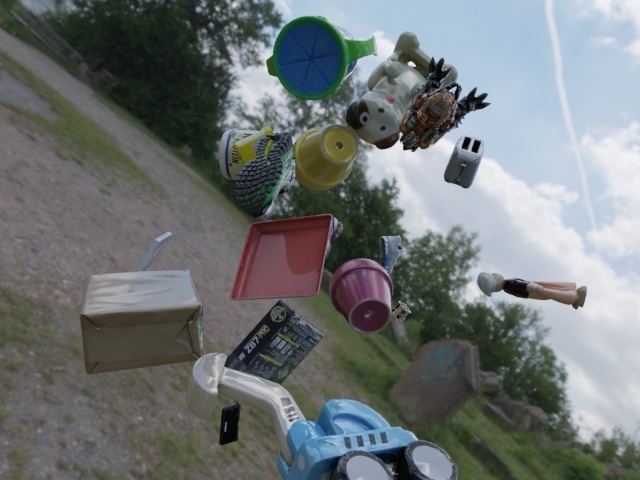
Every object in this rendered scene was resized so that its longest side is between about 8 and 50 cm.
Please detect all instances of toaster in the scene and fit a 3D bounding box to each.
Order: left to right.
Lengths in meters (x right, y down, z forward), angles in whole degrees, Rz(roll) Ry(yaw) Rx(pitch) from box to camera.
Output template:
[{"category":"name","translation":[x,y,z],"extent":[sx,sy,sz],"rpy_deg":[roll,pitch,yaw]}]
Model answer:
[{"category":"toaster","translation":[0.587,-0.326,2.176],"extent":[0.129,0.227,0.146],"rpy_deg":[22,-48,11]}]

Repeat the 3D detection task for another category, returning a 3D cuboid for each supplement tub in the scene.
[{"category":"supplement tub","translation":[-0.288,-0.394,2.522],"extent":[0.325,0.235,0.235],"rpy_deg":[4,-8,8]}]

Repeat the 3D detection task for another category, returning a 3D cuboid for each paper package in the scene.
[{"category":"paper package","translation":[-0.494,0.206,1.494],"extent":[0.325,0.310,0.168],"rpy_deg":[-144,-128,-66]}]

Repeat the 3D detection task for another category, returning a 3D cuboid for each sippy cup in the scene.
[{"category":"sippy cup","translation":[0.006,-0.557,1.628],"extent":[0.306,0.240,0.224],"rpy_deg":[30,30,8]}]

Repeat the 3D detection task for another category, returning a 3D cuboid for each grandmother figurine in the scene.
[{"category":"grandmother figurine","translation":[0.717,0.167,1.864],"extent":[0.343,0.104,0.208],"rpy_deg":[10,-20,11]}]

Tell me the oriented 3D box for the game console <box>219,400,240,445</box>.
[{"category":"game console","translation":[-0.302,0.592,1.766],"extent":[0.071,0.122,0.107],"rpy_deg":[6,2,42]}]

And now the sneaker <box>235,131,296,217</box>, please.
[{"category":"sneaker","translation":[-0.131,-0.173,1.532],"extent":[0.343,0.134,0.146],"rpy_deg":[-69,147,-48]}]

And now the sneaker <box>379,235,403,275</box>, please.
[{"category":"sneaker","translation":[0.256,0.056,1.915],"extent":[0.190,0.083,0.071],"rpy_deg":[87,-14,-47]}]

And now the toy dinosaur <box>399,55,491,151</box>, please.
[{"category":"toy dinosaur","translation":[0.246,-0.289,1.243],"extent":[0.164,0.218,0.322],"rpy_deg":[45,-15,-19]}]

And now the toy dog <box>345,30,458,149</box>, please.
[{"category":"toy dog","translation":[0.270,-0.552,2.104],"extent":[0.284,0.408,0.395],"rpy_deg":[44,-31,-10]}]

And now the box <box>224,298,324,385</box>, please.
[{"category":"box","translation":[-0.167,0.421,2.099],"extent":[0.097,0.318,0.395],"rpy_deg":[37,-6,27]}]

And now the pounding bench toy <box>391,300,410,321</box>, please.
[{"category":"pounding bench toy","translation":[0.339,0.295,2.227],"extent":[0.083,0.065,0.052],"rpy_deg":[29,20,-44]}]

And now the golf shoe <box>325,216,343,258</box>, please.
[{"category":"golf shoe","translation":[0.000,0.000,1.837],"extent":[0.086,0.186,0.068],"rpy_deg":[37,-16,-33]}]

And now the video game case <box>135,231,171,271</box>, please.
[{"category":"video game case","translation":[-0.710,0.063,2.273],"extent":[0.023,0.201,0.183],"rpy_deg":[33,10,-5]}]

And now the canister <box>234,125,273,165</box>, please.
[{"category":"canister","translation":[-0.271,-0.402,2.322],"extent":[0.126,0.170,0.073],"rpy_deg":[65,-6,-18]}]

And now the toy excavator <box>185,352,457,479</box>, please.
[{"category":"toy excavator","translation":[-0.024,0.408,1.092],"extent":[0.433,0.222,0.445],"rpy_deg":[5,27,-29]}]

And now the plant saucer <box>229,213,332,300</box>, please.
[{"category":"plant saucer","translation":[-0.096,0.054,1.459],"extent":[0.259,0.258,0.047],"rpy_deg":[-6,-37,23]}]

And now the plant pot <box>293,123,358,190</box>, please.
[{"category":"plant pot","translation":[0.030,-0.344,2.134],"extent":[0.254,0.254,0.239],"rpy_deg":[45,-20,-10]}]

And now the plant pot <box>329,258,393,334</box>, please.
[{"category":"plant pot","translation":[0.135,0.184,1.652],"extent":[0.201,0.201,0.180],"rpy_deg":[45,14,-24]}]
